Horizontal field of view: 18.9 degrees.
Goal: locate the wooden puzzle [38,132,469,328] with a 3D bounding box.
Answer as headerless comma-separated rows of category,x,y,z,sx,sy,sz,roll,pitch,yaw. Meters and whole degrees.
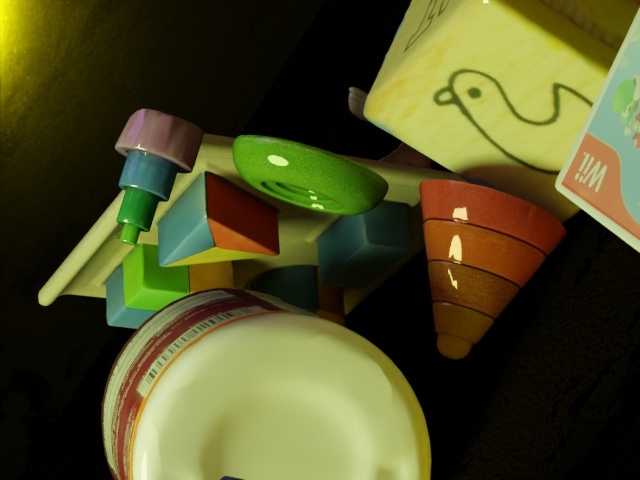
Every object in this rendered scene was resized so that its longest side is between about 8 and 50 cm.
wooden puzzle,-0.048,0.016,1.760,0.322,0.347,0.081,-44,50,53

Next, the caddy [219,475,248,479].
caddy,-0.019,0.304,1.124,0.241,0.179,0.341,100,-172,-48

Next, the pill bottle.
pill bottle,-0.062,0.156,1.567,0.224,0.224,0.392,-59,11,-4

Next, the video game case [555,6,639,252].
video game case,0.235,-0.127,1.070,0.285,0.025,0.204,-66,20,10

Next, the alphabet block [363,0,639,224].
alphabet block,0.179,-0.158,1.455,0.197,0.192,0.193,-44,20,56

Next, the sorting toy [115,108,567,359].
sorting toy,0.000,0.000,1.491,0.127,0.365,0.126,50,-124,-74

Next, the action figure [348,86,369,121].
action figure,0.212,-0.230,1.744,0.341,0.179,0.330,-30,2,-32

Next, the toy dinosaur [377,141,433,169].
toy dinosaur,0.093,-0.081,1.804,0.183,0.053,0.093,-23,-26,-1
